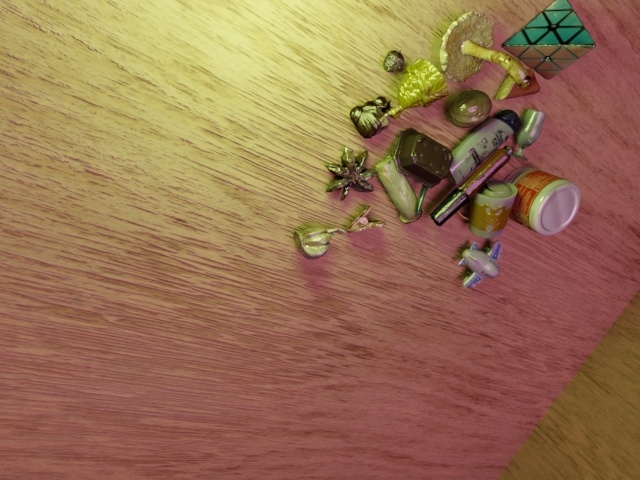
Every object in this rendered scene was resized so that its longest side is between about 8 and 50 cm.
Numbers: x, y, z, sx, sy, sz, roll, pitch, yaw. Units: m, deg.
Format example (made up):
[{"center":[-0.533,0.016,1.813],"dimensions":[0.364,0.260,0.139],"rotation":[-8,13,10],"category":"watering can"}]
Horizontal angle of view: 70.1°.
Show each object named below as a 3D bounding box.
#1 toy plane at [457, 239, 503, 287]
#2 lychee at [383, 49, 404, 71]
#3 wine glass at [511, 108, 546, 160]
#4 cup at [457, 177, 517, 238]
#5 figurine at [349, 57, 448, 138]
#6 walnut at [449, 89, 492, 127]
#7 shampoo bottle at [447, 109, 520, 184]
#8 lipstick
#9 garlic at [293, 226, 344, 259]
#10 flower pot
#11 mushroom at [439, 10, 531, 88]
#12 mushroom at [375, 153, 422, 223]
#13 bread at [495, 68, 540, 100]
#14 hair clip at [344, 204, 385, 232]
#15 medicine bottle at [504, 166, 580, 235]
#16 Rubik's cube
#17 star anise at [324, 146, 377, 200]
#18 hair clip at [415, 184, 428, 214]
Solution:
[{"center":[0.749,0.107,2.128],"dimensions":[0.267,0.122,0.266],"rotation":[-13,122,-21],"category":"toy plane"},{"center":[0.250,-0.612,1.554],"dimensions":[0.067,0.068,0.083],"rotation":[42,113,-6],"category":"lychee"},{"center":[0.870,-0.446,1.915],"dimensions":[0.093,0.093,0.202],"rotation":[3,115,-26],"category":"wine glass"},{"center":[0.700,-0.141,1.963],"dimensions":[0.242,0.185,0.225],"rotation":[4,125,11],"category":"cup"},{"center":[0.263,-0.467,1.587],"dimensions":[0.315,0.187,0.168],"rotation":[-38,130,7],"category":"figurine"},{"center":[0.565,-0.496,1.721],"dimensions":[0.162,0.140,0.140],"rotation":[-31,125,-20],"category":"walnut"},{"center":[0.648,-0.390,1.848],"dimensions":[0.359,0.078,0.134],"rotation":[-43,126,0],"category":"shampoo bottle"},{"center":[0.614,-0.223,1.858],"dimensions":[0.418,0.077,0.077],"rotation":[-45,125,5],"category":"lipstick"},{"center":[0.000,0.000,1.727],"dimensions":[0.194,0.131,0.127],"rotation":[-19,104,-24],"category":"garlic"},{"center":[0.404,-0.314,1.726],"dimensions":[0.251,0.084,0.178],"rotation":[21,80,-29],"category":"flower pot"},{"center":[0.574,-0.661,1.562],"dimensions":[0.207,0.302,0.233],"rotation":[-63,145,-26],"category":"mushroom"},{"center":[0.314,-0.192,1.793],"dimensions":[0.100,0.081,0.312],"rotation":[-40,124,-9],"category":"mushroom"},{"center":[0.787,-0.620,1.801],"dimensions":[0.193,0.067,0.119],"rotation":[-13,127,-18],"category":"bread"},{"center":[0.176,-0.057,1.783],"dimensions":[0.102,0.123,0.138],"rotation":[44,87,-6],"category":"hair clip"},{"center":[0.956,-0.175,2.005],"dimensions":[0.253,0.241,0.252],"rotation":[-11,120,-19],"category":"medicine bottle"},{"center":[0.875,-0.751,1.729],"dimensions":[0.228,0.233,0.228],"rotation":[50,133,0],"category":"Rubik's cube"},{"center":[0.113,-0.249,1.670],"dimensions":[0.213,0.073,0.196],"rotation":[-17,115,-13],"category":"star anise"},{"center":[0.420,-0.207,1.813],"dimensions":[0.070,0.039,0.229],"rotation":[41,71,-36],"category":"hair clip"}]
